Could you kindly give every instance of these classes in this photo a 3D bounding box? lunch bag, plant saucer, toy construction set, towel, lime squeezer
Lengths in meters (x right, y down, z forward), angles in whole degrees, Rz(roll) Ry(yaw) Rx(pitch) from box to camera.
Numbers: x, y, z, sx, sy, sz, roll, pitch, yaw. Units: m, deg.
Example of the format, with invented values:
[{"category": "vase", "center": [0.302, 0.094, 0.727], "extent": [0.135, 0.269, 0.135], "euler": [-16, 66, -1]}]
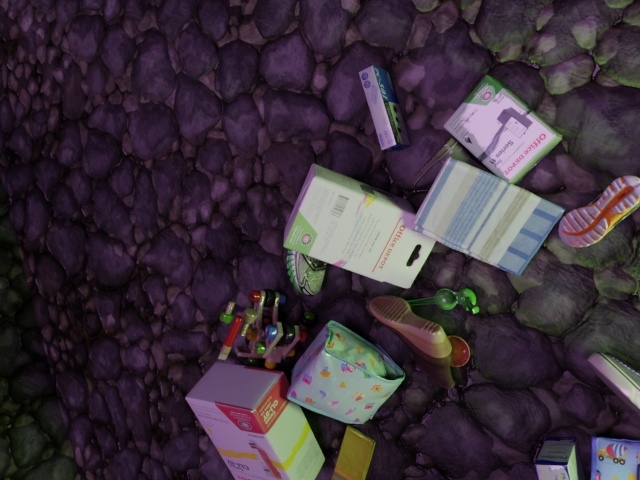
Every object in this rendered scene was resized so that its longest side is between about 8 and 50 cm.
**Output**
[{"category": "lunch bag", "center": [0.075, 0.385, 1.436], "extent": [0.263, 0.160, 0.223], "euler": [29, 115, -9]}, {"category": "lunch bag", "center": [0.703, 0.555, 1.092], "extent": [0.221, 0.138, 0.292], "euler": [-2, 82, 32]}, {"category": "plant saucer", "center": [0.347, 0.286, 1.333], "extent": [0.084, 0.013, 0.083], "euler": [6, 100, 33]}, {"category": "toy construction set", "center": [-0.183, 0.298, 1.505], "extent": [0.258, 0.309, 0.237], "euler": [35, 109, 33]}, {"category": "towel", "center": [0.093, 0.683, 1.551], "extent": [0.102, 0.021, 0.237], "euler": [22, 108, 28]}, {"category": "towel", "center": [0.375, -0.053, 1.185], "extent": [0.285, 0.034, 0.209], "euler": [25, 124, 6]}, {"category": "lime squeezer", "center": [0.317, 0.159, 1.290], "extent": [0.058, 0.110, 0.310], "euler": [63, 155, -9]}]

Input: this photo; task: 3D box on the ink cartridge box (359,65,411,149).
[{"category": "ink cartridge box", "center": [0.166, -0.334, 1.313], "extent": [0.046, 0.097, 0.206], "euler": [-18, 86, 34]}]

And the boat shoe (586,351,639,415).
[{"category": "boat shoe", "center": [0.734, 0.319, 1.041], "extent": [0.158, 0.127, 0.340], "euler": [-47, 63, 4]}]

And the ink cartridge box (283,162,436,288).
[{"category": "ink cartridge box", "center": [0.105, -0.032, 1.326], "extent": [0.354, 0.119, 0.207], "euler": [21, 112, -11]}]

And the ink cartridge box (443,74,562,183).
[{"category": "ink cartridge box", "center": [0.413, -0.248, 1.171], "extent": [0.208, 0.087, 0.153], "euler": [48, 119, 17]}]

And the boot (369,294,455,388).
[{"category": "boot", "center": [0.234, 0.264, 1.334], "extent": [0.249, 0.090, 0.206], "euler": [26, 143, 46]}]

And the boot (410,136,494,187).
[{"category": "boot", "center": [0.342, -0.127, 1.248], "extent": [0.208, 0.076, 0.189], "euler": [43, 144, 1]}]

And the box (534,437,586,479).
[{"category": "box", "center": [0.547, 0.535, 1.164], "extent": [0.072, 0.137, 0.126], "euler": [-13, 90, 34]}]

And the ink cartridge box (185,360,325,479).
[{"category": "ink cartridge box", "center": [-0.187, 0.571, 1.546], "extent": [0.280, 0.160, 0.384], "euler": [-3, 121, 34]}]

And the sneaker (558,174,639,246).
[{"category": "sneaker", "center": [0.601, -0.058, 1.085], "extent": [0.084, 0.083, 0.215], "euler": [59, 140, 17]}]

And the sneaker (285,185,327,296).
[{"category": "sneaker", "center": [0.000, 0.000, 1.447], "extent": [0.147, 0.134, 0.343], "euler": [18, 106, 28]}]
